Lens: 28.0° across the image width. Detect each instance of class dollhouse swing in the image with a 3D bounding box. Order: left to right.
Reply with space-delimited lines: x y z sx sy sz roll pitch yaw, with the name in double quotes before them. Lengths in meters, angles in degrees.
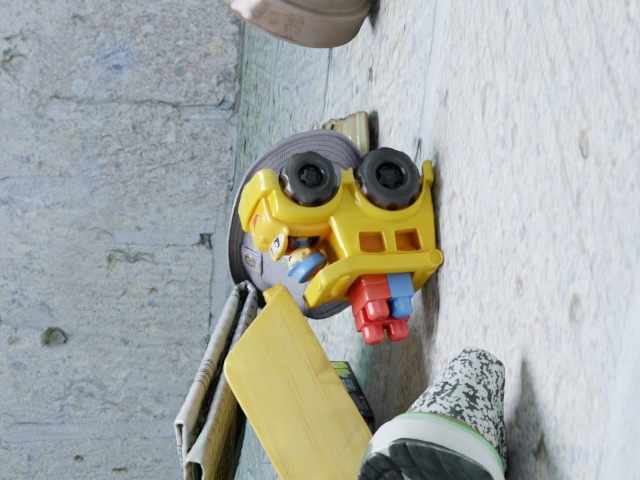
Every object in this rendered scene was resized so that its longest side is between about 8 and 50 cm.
"dollhouse swing" -0.096 0.279 1.589 0.315 0.305 0.347 59 175 12

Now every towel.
"towel" -0.145 0.267 1.694 0.324 0.056 0.312 -76 -5 -49

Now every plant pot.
"plant pot" -0.013 -0.435 1.778 0.263 0.263 0.229 -98 31 -43

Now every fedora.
"fedora" 0.000 0.000 1.743 0.124 0.243 0.275 38 131 40

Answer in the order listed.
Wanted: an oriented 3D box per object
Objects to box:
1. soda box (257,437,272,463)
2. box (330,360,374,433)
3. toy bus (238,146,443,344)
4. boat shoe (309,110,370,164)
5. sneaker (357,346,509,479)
"soda box" -0.068 0.264 2.296 0.286 0.098 0.091 -101 17 -49
"box" 0.037 0.267 1.881 0.207 0.036 0.114 -119 32 -71
"toy bus" 0.029 0.016 1.484 0.149 0.220 0.211 124 140 -63
"boat shoe" 0.014 -0.119 1.916 0.285 0.089 0.105 125 146 -71
"sneaker" 0.122 0.249 1.270 0.182 0.158 0.410 -58 -11 -34
